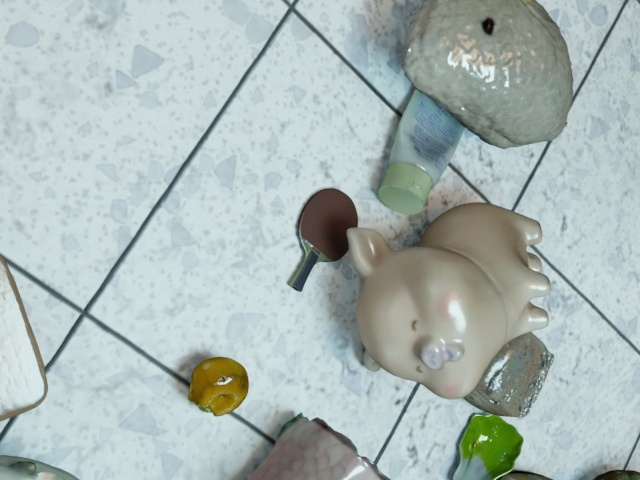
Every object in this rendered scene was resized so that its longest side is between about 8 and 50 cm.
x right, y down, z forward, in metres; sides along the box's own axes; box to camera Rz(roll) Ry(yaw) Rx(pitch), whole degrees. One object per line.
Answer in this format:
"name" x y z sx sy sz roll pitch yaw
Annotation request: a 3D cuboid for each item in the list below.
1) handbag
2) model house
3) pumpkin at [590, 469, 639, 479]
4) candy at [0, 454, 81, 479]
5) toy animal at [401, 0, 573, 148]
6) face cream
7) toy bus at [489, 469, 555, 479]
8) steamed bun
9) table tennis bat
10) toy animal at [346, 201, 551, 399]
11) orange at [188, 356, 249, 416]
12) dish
"handbag" -0.397 0.113 1.033 0.151 0.072 0.193 -24 106 -30
"model house" -0.010 0.398 1.223 0.237 0.202 0.237 -44 120 -16
"pumpkin" 0.517 0.492 1.554 0.219 0.162 0.219 2 102 8
"candy" -0.382 0.455 0.979 0.427 0.186 0.386 -30 88 -22
"toy animal" 0.264 -0.262 1.366 0.358 0.188 0.227 30 64 -44
"face cream" 0.157 -0.146 1.391 0.114 0.070 0.224 40 59 -30
"toy bus" 0.316 0.511 1.449 0.139 0.157 0.290 16 84 -32
"steamed bun" 0.278 0.194 1.444 0.175 0.106 0.145 33 74 -31
"table tennis bat" 0.000 0.000 1.315 0.095 0.014 0.158 38 70 -29
"toy animal" 0.184 0.068 1.309 0.326 0.269 0.237 -70 153 -58
"orange" -0.132 0.183 1.208 0.086 0.062 0.086 -16 139 -15
"dish" 0.255 0.342 1.467 0.091 0.039 0.137 28 71 12
